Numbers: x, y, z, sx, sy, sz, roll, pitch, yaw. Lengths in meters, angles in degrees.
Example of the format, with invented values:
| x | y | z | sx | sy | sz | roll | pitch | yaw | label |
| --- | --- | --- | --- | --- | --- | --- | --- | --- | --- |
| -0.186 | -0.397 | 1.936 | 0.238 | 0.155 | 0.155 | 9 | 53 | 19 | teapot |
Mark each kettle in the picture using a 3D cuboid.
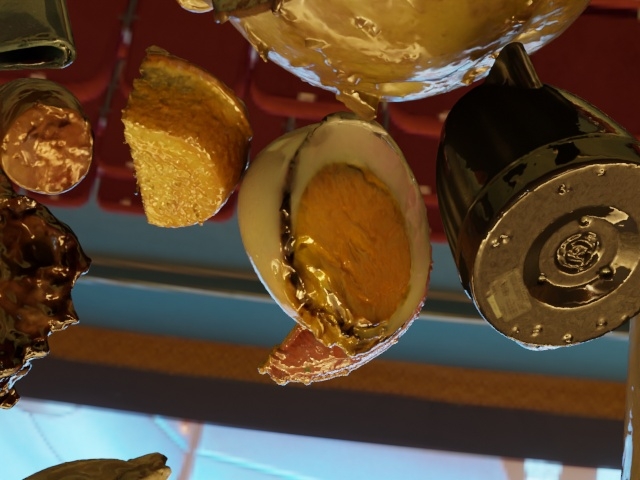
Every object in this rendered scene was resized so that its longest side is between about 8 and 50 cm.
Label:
| x | y | z | sx | sy | sz | roll | pitch | yaw | label |
| --- | --- | --- | --- | --- | --- | --- | --- | --- | --- |
| 0.211 | -0.047 | 1.091 | 0.207 | 0.271 | 0.251 | -32 | 128 | 10 | kettle |

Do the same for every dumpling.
| x | y | z | sx | sy | sz | roll | pitch | yaw | label |
| --- | --- | --- | --- | --- | --- | --- | --- | --- | --- |
| -0.218 | 0.252 | 1.026 | 0.199 | 0.118 | 0.136 | -35 | 179 | -24 | dumpling |

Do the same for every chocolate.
| x | y | z | sx | sy | sz | roll | pitch | yaw | label |
| --- | --- | --- | --- | --- | --- | --- | --- | --- | --- |
| -0.265 | 0.041 | 0.844 | 0.177 | 0.224 | 0.206 | -28 | -172 | 5 | chocolate |

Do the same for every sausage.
| x | y | z | sx | sy | sz | roll | pitch | yaw | label |
| --- | --- | --- | --- | --- | --- | --- | --- | --- | --- |
| -0.300 | -0.116 | 1.166 | 0.108 | 0.109 | 0.270 | 14 | -177 | -24 | sausage |

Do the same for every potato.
| x | y | z | sx | sy | sz | roll | pitch | yaw | label |
| --- | --- | --- | --- | --- | --- | --- | --- | --- | --- |
| 0.134 | -0.308 | 1.245 | 0.319 | 0.385 | 0.442 | 37 | 151 | -25 | potato |

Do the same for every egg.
| x | y | z | sx | sy | sz | roll | pitch | yaw | label |
| --- | --- | --- | --- | --- | --- | --- | --- | --- | --- |
| 0.003 | -0.003 | 1.401 | 0.174 | 0.286 | 0.264 | -13 | -170 | 45 | egg |

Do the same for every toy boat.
| x | y | z | sx | sy | sz | roll | pitch | yaw | label |
| --- | --- | --- | --- | --- | --- | --- | --- | --- | --- |
| 0.057 | 0.102 | 1.571 | 0.099 | 0.318 | 0.141 | 19 | 141 | 56 | toy boat |

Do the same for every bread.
| x | y | z | sx | sy | sz | roll | pitch | yaw | label |
| --- | --- | --- | --- | --- | --- | --- | --- | --- | --- |
| -0.158 | -0.111 | 1.372 | 0.139 | 0.143 | 0.229 | 15 | 146 | 13 | bread |

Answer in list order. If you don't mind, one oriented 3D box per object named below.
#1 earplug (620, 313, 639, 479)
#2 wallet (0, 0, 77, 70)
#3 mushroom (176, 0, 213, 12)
| x | y | z | sx | sy | sz | roll | pitch | yaw | label |
| --- | --- | --- | --- | --- | --- | --- | --- | --- | --- |
| 0.469 | 0.077 | 1.135 | 0.312 | 0.394 | 0.312 | 1 | -178 | 0 | earplug |
| -0.404 | -0.258 | 1.150 | 0.290 | 0.251 | 0.054 | -6 | 140 | -16 | wallet |
| -0.161 | -0.437 | 1.862 | 0.128 | 0.128 | 0.350 | 13 | -177 | -22 | mushroom |
